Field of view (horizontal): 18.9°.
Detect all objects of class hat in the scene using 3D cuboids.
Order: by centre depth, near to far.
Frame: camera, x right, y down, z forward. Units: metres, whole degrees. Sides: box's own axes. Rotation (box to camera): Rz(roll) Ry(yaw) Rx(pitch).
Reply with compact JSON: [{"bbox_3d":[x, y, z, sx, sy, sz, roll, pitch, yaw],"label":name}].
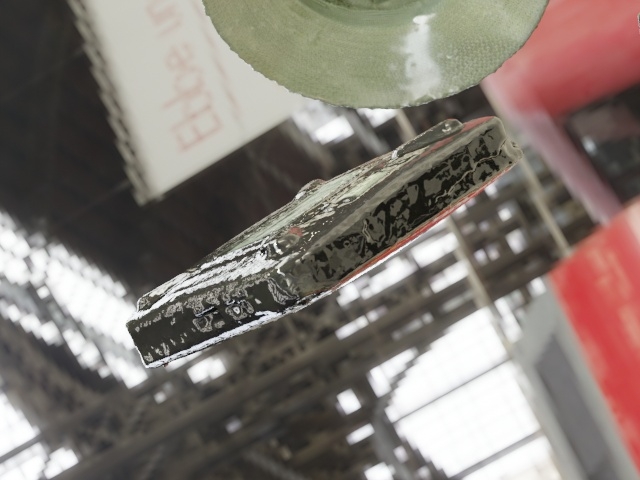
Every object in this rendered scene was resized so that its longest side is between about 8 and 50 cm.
[{"bbox_3d":[0.039,-0.229,1.352,0.257,0.257,0.130,51,-151,-32],"label":"hat"}]

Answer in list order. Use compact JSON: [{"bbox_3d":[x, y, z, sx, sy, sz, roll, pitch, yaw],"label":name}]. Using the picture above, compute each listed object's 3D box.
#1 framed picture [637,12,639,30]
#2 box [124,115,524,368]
[{"bbox_3d":[0.296,-0.104,1.426,0.149,0.011,0.109,31,141,48],"label":"framed picture"},{"bbox_3d":[0.000,0.000,1.952,0.359,0.350,0.091,-35,-83,-37],"label":"box"}]
